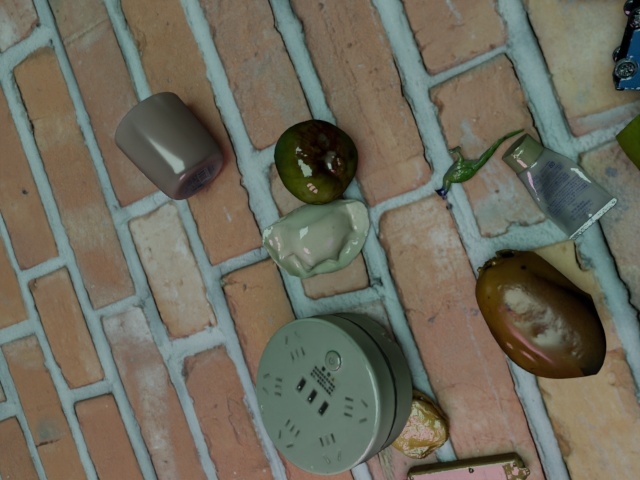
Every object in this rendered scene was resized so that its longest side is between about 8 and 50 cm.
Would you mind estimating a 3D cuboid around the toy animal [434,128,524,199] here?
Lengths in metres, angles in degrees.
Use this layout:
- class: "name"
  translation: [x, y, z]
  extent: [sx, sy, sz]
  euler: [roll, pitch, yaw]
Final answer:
- class: "toy animal"
  translation: [0.316, -0.180, 1.109]
  extent: [0.075, 0.041, 0.217]
  euler: [44, 109, -9]

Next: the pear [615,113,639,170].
- class: "pear"
  translation: [0.613, -0.187, 0.837]
  extent: [0.292, 0.292, 0.159]
  euler: [-41, 75, 21]

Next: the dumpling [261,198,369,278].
- class: "dumpling"
  translation: [0.000, 0.000, 1.231]
  extent: [0.252, 0.131, 0.179]
  euler: [-23, 109, 2]

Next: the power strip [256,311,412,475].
- class: "power strip"
  translation: [0.019, 0.343, 1.192]
  extent: [0.357, 0.161, 0.357]
  euler: [-1, 88, 35]

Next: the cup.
- class: "cup"
  translation: [-0.369, -0.204, 1.312]
  extent: [0.200, 0.191, 0.253]
  euler: [48, 140, 5]

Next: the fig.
- class: "fig"
  translation: [-0.019, -0.177, 1.175]
  extent: [0.191, 0.181, 0.181]
  euler: [32, 110, 44]

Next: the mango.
- class: "mango"
  translation: [0.430, 0.148, 1.056]
  extent: [0.201, 0.152, 0.287]
  euler: [-44, 83, 12]

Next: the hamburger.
- class: "hamburger"
  translation: [0.215, 0.422, 1.215]
  extent: [0.147, 0.083, 0.138]
  euler: [43, 106, 9]

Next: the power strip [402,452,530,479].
- class: "power strip"
  translation: [0.321, 0.538, 1.211]
  extent: [0.305, 0.044, 0.064]
  euler: [-18, 91, 21]

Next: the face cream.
- class: "face cream"
  translation: [0.468, -0.112, 1.061]
  extent: [0.224, 0.070, 0.114]
  euler: [42, 110, -2]

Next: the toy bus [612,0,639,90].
- class: "toy bus"
  translation: [0.579, -0.361, 0.922]
  extent: [0.106, 0.090, 0.185]
  euler: [10, 131, 18]
